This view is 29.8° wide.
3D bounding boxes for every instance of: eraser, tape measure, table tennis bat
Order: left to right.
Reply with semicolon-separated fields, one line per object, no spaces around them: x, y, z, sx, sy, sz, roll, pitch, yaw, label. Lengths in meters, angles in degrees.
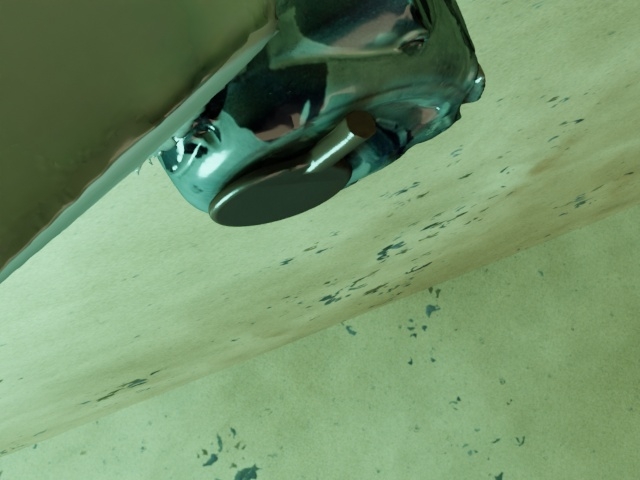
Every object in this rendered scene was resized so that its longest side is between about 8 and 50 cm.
-0.160;-0.074;0.602;0.331;0.150;0.331;-40;-173;6;eraser
-0.012;-0.119;0.912;0.256;0.147;0.275;-27;166;15;tape measure
0.000;0.000;0.847;0.107;0.119;0.170;-8;162;-34;table tennis bat
